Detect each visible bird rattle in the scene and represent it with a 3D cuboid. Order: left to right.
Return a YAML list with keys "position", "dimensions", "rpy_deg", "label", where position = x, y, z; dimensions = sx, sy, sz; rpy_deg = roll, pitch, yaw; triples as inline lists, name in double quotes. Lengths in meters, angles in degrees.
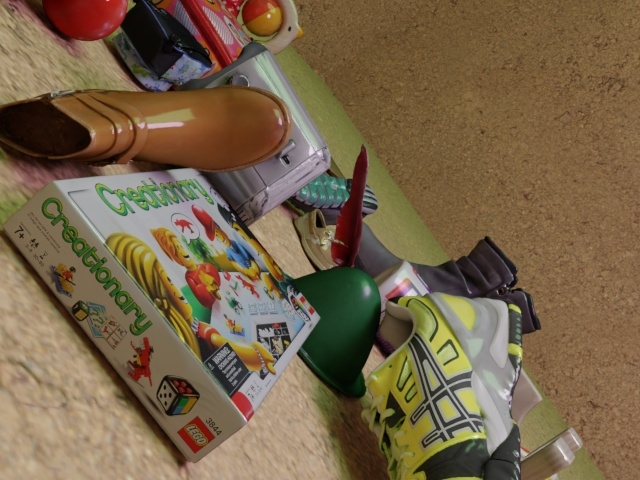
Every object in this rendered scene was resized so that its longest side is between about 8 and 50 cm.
- position: [-0.153, -0.452, 1.646]
  dimensions: [0.253, 0.207, 0.143]
  rpy_deg: [62, -7, 2]
  label: "bird rattle"

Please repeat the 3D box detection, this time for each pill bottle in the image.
- position: [0.141, 0.134, 1.165]
  dimensions: [0.193, 0.108, 0.108]
  rpy_deg: [52, 11, -3]
  label: "pill bottle"

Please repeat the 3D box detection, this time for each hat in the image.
- position: [0.057, 0.050, 0.884]
  dimensions: [0.208, 0.183, 0.173]
  rpy_deg: [35, 20, -57]
  label: "hat"

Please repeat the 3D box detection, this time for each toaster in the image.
- position: [-0.086, -0.097, 0.850]
  dimensions: [0.146, 0.129, 0.227]
  rpy_deg: [55, -21, -4]
  label: "toaster"

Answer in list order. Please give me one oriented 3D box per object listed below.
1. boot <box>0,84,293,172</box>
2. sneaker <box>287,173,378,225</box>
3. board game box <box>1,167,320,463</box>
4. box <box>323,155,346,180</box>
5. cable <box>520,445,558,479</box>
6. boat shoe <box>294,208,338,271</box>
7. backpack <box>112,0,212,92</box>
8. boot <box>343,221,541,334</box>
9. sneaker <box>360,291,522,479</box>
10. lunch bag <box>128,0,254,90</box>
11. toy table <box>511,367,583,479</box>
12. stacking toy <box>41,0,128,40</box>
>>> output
- position: [-0.133, -0.084, 0.616]
  dimensions: [0.152, 0.197, 0.073]
  rpy_deg: [-23, 111, -72]
  label: "boot"
- position: [-0.019, -0.060, 1.265]
  dimensions: [0.224, 0.098, 0.083]
  rpy_deg: [17, 42, -30]
  label: "sneaker"
- position: [-0.099, 0.034, 0.639]
  dimensions: [0.193, 0.053, 0.305]
  rpy_deg: [51, 11, 0]
  label: "board game box"
- position: [-0.007, -0.212, 1.897]
  dimensions: [0.164, 0.021, 0.201]
  rpy_deg: [36, 19, -56]
  label: "box"
- position: [0.277, 0.310, 1.257]
  dimensions: [0.287, 0.072, 0.139]
  rpy_deg: [48, 6, -19]
  label: "cable"
- position: [0.000, 0.000, 1.180]
  dimensions: [0.050, 0.045, 0.135]
  rpy_deg: [41, 15, -44]
  label: "boat shoe"
- position: [-0.201, -0.240, 1.020]
  dimensions: [0.105, 0.084, 0.114]
  rpy_deg: [54, 15, 14]
  label: "backpack"
- position: [0.202, 0.058, 1.356]
  dimensions: [0.338, 0.223, 0.118]
  rpy_deg: [55, 12, 13]
  label: "boot"
- position: [0.105, 0.195, 0.752]
  dimensions: [0.147, 0.145, 0.384]
  rpy_deg: [10, 34, 6]
  label: "sneaker"
- position: [-0.144, -0.244, 1.213]
  dimensions: [0.258, 0.120, 0.293]
  rpy_deg: [58, 11, 7]
  label: "lunch bag"
- position: [0.220, 0.270, 0.920]
  dimensions: [0.274, 0.161, 0.252]
  rpy_deg: [55, 11, 8]
  label: "toy table"
- position: [-0.299, -0.305, 0.755]
  dimensions: [0.141, 0.141, 0.330]
  rpy_deg: [60, 8, 36]
  label: "stacking toy"
